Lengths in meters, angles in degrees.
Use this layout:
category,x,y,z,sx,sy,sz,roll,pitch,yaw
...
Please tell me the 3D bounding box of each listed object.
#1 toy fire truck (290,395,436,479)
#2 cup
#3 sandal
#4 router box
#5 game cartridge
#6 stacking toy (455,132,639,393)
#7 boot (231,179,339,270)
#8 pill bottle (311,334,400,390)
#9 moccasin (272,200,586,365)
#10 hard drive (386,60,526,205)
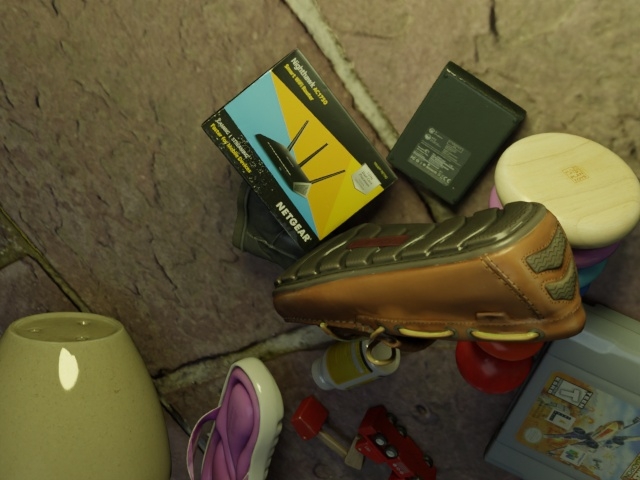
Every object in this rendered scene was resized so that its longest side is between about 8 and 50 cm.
category,x,y,z,sx,sy,sz,roll,pitch,yaw
toy fire truck,0.063,0.298,1.217,0.135,0.047,0.192,-28,109,41
cup,-0.388,0.243,1.276,0.331,0.331,0.237,9,102,23
sandal,-0.157,0.346,1.292,0.169,0.102,0.416,47,134,44
router box,-0.023,-0.097,0.915,0.133,0.046,0.179,-39,104,2
game cartridge,0.333,0.215,1.002,0.198,0.062,0.297,27,133,14
stacking toy,0.220,0.050,0.899,0.141,0.141,0.330,22,139,13
boot,0.001,-0.002,1.003,0.208,0.076,0.190,31,146,13
pill bottle,0.043,0.161,1.110,0.116,0.065,0.065,-29,107,40
moccasin,0.089,0.056,0.840,0.380,0.139,0.147,-11,111,45
hard drive,0.139,-0.109,0.880,0.094,0.022,0.135,34,134,2
